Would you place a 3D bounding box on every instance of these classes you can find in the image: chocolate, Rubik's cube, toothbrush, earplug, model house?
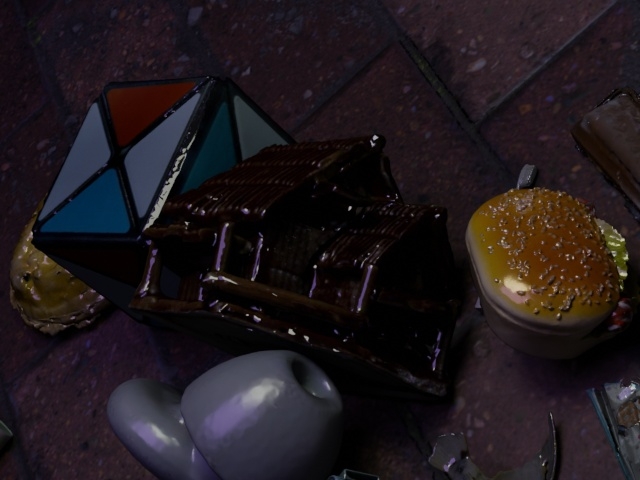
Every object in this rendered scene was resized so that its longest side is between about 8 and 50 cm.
[{"bbox_3d":[0.365,-0.065,1.847,0.102,0.065,0.329,-42,38,9],"label":"chocolate"},{"bbox_3d":[-0.172,-0.043,2.185,0.250,0.248,0.246,0,61,45],"label":"Rubik's cube"},{"bbox_3d":[0.213,-0.005,1.979,0.017,0.014,0.194,1,60,43],"label":"toothbrush"},{"bbox_3d":[-0.104,0.211,1.922,0.325,0.214,0.175,-9,56,53],"label":"earplug"},{"bbox_3d":[0.000,0.000,1.954,0.317,0.297,0.282,1,66,46],"label":"model house"}]

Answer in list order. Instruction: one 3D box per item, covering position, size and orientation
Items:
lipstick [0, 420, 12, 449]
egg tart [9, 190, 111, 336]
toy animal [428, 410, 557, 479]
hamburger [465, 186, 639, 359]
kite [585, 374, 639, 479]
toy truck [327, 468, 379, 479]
[{"bbox_3d":[-0.542,0.358,2.348,0.304,0.076,0.076,-50,39,-1],"label":"lipstick"},{"bbox_3d":[-0.345,0.000,2.438,0.279,0.095,0.279,-24,45,26],"label":"egg tart"},{"bbox_3d":[0.159,0.273,1.741,0.219,0.095,0.155,-40,32,14],"label":"toy animal"},{"bbox_3d":[0.242,0.029,1.819,0.210,0.173,0.116,-101,24,-45],"label":"hamburger"},{"bbox_3d":[0.410,0.187,1.641,0.406,0.014,0.368,2,60,45],"label":"kite"},{"bbox_3d":[0.030,0.341,1.802,0.116,0.085,0.191,127,148,-48],"label":"toy truck"}]
